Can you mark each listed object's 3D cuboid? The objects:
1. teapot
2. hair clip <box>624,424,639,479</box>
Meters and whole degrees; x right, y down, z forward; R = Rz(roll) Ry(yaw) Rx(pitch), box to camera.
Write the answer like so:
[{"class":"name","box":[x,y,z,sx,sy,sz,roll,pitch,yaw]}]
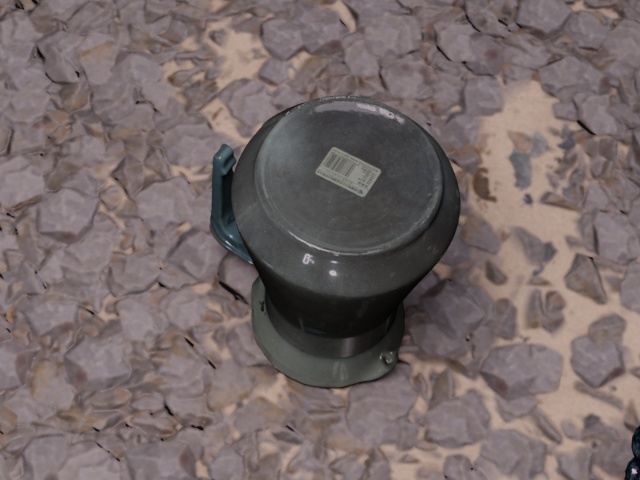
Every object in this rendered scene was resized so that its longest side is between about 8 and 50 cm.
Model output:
[{"class":"teapot","box":[0.000,0.000,1.364,0.203,0.225,0.171,33,62,14]},{"class":"hair clip","box":[0.253,0.234,1.268,0.194,0.206,0.310,29,68,17]}]
